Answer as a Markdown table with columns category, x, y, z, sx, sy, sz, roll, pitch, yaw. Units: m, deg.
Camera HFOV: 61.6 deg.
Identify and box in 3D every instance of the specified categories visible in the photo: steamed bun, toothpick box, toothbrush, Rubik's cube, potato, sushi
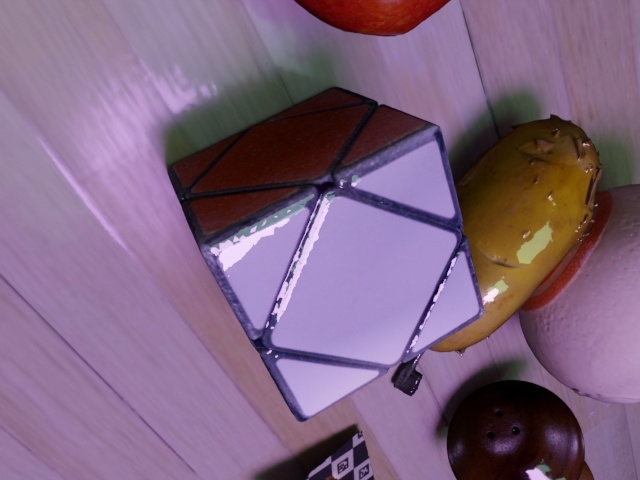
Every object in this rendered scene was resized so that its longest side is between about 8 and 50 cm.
| category | x | y | z | sx | sy | sz | roll | pitch | yaw |
| --- | --- | --- | --- | --- | --- | --- | --- | --- | --- |
| steamed bun | 0.355 | 0.049 | 0.671 | 0.177 | 0.283 | 0.283 | 33 | 98 | 3 |
| toothpick box | 0.321 | 0.343 | 0.826 | 0.192 | 0.192 | 0.294 | -43 | 128 | -1 |
| toothbrush | 0.185 | 0.087 | 0.738 | 0.030 | 0.030 | 0.297 | 15 | 106 | -56 |
| Rubik's cube | 0.000 | 0.000 | 0.512 | 0.207 | 0.205 | 0.205 | -28 | 121 | -11 |
| potato | 0.201 | -0.006 | 0.622 | 0.140 | 0.173 | 0.300 | 34 | 94 | -6 |
| sushi | -0.001 | 0.389 | 0.783 | 0.192 | 0.040 | 0.210 | -29 | 124 | -29 |

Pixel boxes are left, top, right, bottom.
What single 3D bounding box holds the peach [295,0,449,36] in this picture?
| category | x | y | z | sx | sy | sz | roll | pitch | yaw |
| --- | --- | --- | --- | --- | --- | --- | --- | --- | --- |
| peach | 0.048 | -0.281 | 0.410 | 0.243 | 0.199 | 0.244 | -18 | 122 | -30 |
